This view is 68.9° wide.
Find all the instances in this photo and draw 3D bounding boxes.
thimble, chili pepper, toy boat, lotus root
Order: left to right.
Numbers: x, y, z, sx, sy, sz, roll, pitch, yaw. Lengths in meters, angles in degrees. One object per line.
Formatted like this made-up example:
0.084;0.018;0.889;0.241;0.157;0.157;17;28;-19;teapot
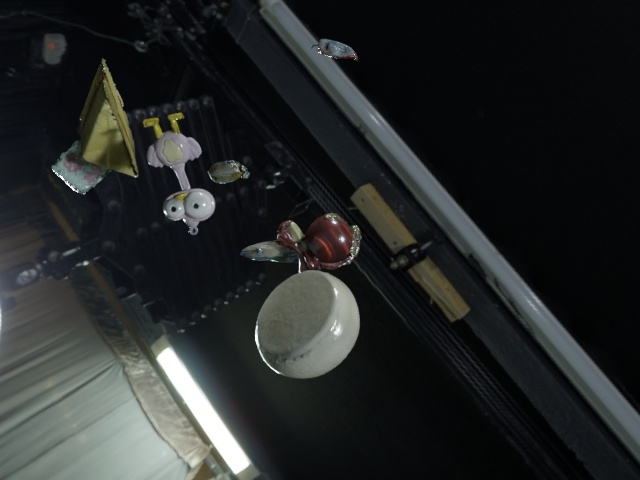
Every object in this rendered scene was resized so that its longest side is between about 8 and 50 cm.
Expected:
-0.885;-0.282;1.756;0.185;0.211;0.149;-23;-63;45;thimble
-0.352;-0.262;1.779;0.165;0.088;0.088;-3;-70;12;lotus root
-0.151;0.031;1.468;0.210;0.066;0.084;-4;-102;3;toy boat
0.046;-0.602;1.474;0.153;0.041;0.050;20;-69;11;chili pepper

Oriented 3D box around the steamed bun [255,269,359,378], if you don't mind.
-0.022;0.226;1.210;0.283;0.282;0.177;1;-33;41;steamed bun

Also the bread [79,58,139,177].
-0.708;-0.438;1.648;0.405;0.242;0.345;-41;-127;37;bread

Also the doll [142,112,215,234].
-0.424;-0.193;1.415;0.094;0.160;0.365;-134;-149;-74;doll

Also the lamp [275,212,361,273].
0.005;-0.006;1.399;0.215;0.223;0.151;55;-27;11;lamp
